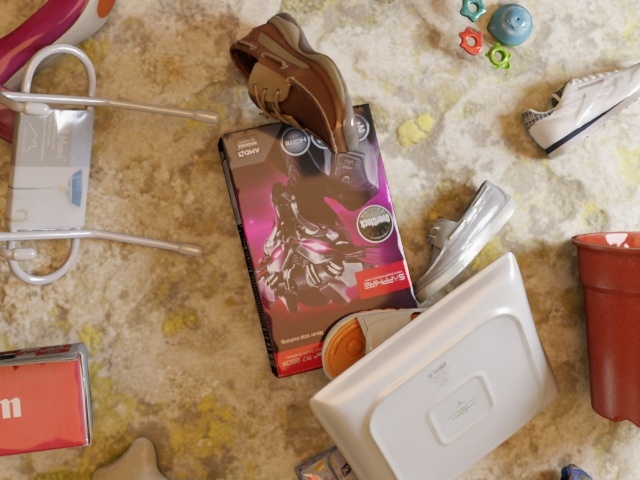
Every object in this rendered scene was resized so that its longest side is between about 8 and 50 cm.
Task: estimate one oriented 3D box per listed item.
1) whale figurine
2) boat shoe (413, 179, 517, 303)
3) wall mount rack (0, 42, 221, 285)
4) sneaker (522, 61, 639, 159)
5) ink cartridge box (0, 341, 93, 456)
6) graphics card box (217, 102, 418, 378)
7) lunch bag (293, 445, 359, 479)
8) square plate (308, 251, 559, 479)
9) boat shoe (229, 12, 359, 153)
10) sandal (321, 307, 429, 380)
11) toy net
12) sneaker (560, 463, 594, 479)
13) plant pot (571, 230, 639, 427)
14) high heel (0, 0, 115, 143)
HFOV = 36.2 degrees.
[{"bbox_3d":[-0.214,0.420,1.414,0.216,0.141,0.272,-39,69,-8],"label":"whale figurine"},{"bbox_3d":[0.205,-0.002,1.503,0.081,0.079,0.227,43,73,4],"label":"boat shoe"},{"bbox_3d":[-0.311,-0.090,1.382,0.304,0.130,0.350,-3,109,-41],"label":"wall mount rack"},{"bbox_3d":[0.431,-0.226,1.542,0.235,0.090,0.095,-35,83,-9],"label":"sneaker"},{"bbox_3d":[-0.463,0.220,1.289,0.309,0.272,0.130,-6,88,-12],"label":"ink cartridge box"},{"bbox_3d":[0.000,0.000,1.464,0.233,0.094,0.371,-13,89,-9],"label":"graphics card box"},{"bbox_3d":[0.014,0.354,1.472,0.083,0.053,0.071,-26,93,-17],"label":"lunch bag"},{"bbox_3d":[0.187,0.230,1.402,0.347,0.049,0.344,-36,133,-9],"label":"square plate"},{"bbox_3d":[-0.041,-0.208,1.381,0.116,0.324,0.123,-23,129,-9],"label":"boat shoe"},{"bbox_3d":[0.133,0.142,1.396,0.265,0.076,0.102,-11,96,-9],"label":"sandal"},{"bbox_3d":[0.222,-0.368,1.537,0.232,0.045,0.122,35,85,-4],"label":"toy net"},{"bbox_3d":[0.334,0.425,1.510,0.221,0.083,0.087,-31,79,-13],"label":"sneaker"},{"bbox_3d":[0.509,0.129,1.461,0.272,0.272,0.265,-1,96,-8],"label":"plant pot"},{"bbox_3d":[-0.418,-0.325,1.406,0.181,0.127,0.377,26,80,0],"label":"high heel"}]
